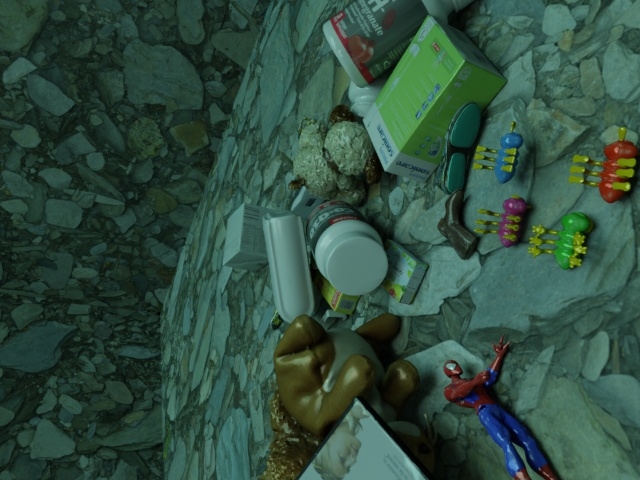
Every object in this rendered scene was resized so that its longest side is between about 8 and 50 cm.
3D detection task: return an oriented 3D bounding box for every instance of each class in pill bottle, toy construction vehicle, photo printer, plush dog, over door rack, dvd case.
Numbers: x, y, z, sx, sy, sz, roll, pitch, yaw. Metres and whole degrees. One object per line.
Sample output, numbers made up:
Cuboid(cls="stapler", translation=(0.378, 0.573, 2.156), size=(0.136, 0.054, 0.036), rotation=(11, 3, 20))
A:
Cuboid(cls="pill bottle", translation=(0.143, -0.415, 1.273), size=(0.131, 0.131, 0.229), rotation=(-7, 72, 62))
Cuboid(cls="pill bottle", translation=(0.058, 0.011, 1.146), size=(0.283, 0.162, 0.161), rotation=(-116, 45, -70))
Cuboid(cls="pill bottle", translation=(0.179, -0.512, 1.101), size=(0.319, 0.176, 0.176), rotation=(-30, 45, 18))
Cuboid(cls="toy construction vehicle", translation=(-0.056, -0.404, 1.765), size=(0.086, 0.035, 0.098), rotation=(39, 113, 61))
Cuboid(cls="photo printer", translation=(-0.089, 0.074, 1.339), size=(0.256, 0.107, 0.307), rotation=(-147, 49, -79))
Cuboid(cls="plush dog", translation=(0.041, -0.215, 1.228), size=(0.225, 0.211, 0.262), rotation=(-34, 87, 38))
Cuboid(cls="over door rack", translation=(-0.037, 0.352, 1.296), size=(0.324, 0.108, 0.239), rotation=(-47, 40, 45))
Cuboid(cls="dvd case", translation=(0.051, 0.408, 0.772), size=(0.180, 0.022, 0.252), rotation=(42, 107, 34))

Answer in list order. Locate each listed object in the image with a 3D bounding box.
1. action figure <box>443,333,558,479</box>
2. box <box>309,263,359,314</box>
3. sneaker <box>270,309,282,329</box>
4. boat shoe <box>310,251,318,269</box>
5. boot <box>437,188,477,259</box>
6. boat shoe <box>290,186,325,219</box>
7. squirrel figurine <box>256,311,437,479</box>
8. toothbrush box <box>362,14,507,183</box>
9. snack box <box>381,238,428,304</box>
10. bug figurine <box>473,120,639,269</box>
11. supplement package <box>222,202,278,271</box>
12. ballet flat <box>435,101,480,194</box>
Cuboid(cls="action figure", translation=(0.286, 0.249, 0.735), size=(0.280, 0.092, 0.138), rotation=(45, 125, 58))
Cuboid(cls="box", translation=(0.034, 0.111, 1.323), size=(0.087, 0.058, 0.232), rotation=(-68, 28, 15))
Cuboid(cls="sneaker", translation=(-0.147, 0.270, 1.632), size=(0.035, 0.031, 0.083), rotation=(32, 106, 62))
Cuboid(cls="boat shoe", translation=(0.000, 0.000, 1.349), size=(0.068, 0.072, 0.189), rotation=(-15, 36, 25))
Cuboid(cls="boot", translation=(0.278, -0.031, 0.935), size=(0.114, 0.037, 0.106), rotation=(-112, 30, -54))
Cuboid(cls="boat shoe", translation=(-0.014, -0.176, 1.510), size=(0.301, 0.108, 0.102), rotation=(132, 141, -55))
Cuboid(cls="squirrel figurine", translation=(0.055, 0.388, 0.954), size=(0.396, 0.281, 0.370), rotation=(-54, 47, 23))
Cuboid(cls="toothbrush box", translation=(0.234, -0.305, 1.056), size=(0.283, 0.122, 0.206), rotation=(-55, 35, 36))
Cuboid(cls="snack box", translation=(0.177, 0.068, 1.087), size=(0.100, 0.037, 0.141), rotation=(-68, 26, 13))
Cuboid(cls="bug figurine", translation=(0.360, -0.076, 0.759), size=(0.279, 0.072, 0.216), rotation=(30, 111, 58))
Cuboid(cls="supplement package", translation=(-0.276, -0.009, 1.882), size=(0.194, 0.150, 0.202), rotation=(-32, 50, 55))
Cuboid(cls="ballet flat", translation=(0.274, -0.188, 0.979), size=(0.070, 0.070, 0.188), rotation=(31, 110, 62))
